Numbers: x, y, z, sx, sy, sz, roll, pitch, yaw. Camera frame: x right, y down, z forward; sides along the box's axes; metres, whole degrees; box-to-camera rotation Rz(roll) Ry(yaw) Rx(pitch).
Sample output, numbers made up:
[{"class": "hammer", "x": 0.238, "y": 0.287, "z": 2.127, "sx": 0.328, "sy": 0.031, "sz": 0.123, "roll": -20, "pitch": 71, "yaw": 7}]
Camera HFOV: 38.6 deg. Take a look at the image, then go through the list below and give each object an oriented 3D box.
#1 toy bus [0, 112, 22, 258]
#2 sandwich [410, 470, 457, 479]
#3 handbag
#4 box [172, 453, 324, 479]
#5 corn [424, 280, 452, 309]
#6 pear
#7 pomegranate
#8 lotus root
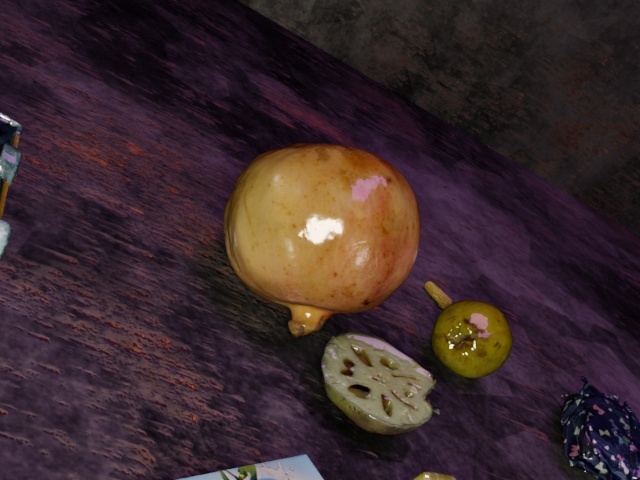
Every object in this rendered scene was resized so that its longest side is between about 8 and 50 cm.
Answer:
[{"class": "toy bus", "x": -0.449, "y": -0.025, "z": 1.032, "sx": 0.162, "sy": 0.194, "sz": 0.323, "roll": 23, "pitch": 28, "yaw": -26}, {"class": "sandwich", "x": 0.199, "y": 0.401, "z": 1.192, "sx": 0.235, "sy": 0.128, "sz": 0.122, "roll": 21, "pitch": 34, "yaw": -30}, {"class": "handbag", "x": 0.539, "y": 0.374, "z": 1.740, "sx": 0.162, "sy": 0.113, "sz": 0.260, "roll": 29, "pitch": 23, "yaw": -3}, {"class": "box", "x": -0.069, "y": 0.328, "z": 1.010, "sx": 0.232, "sy": 0.083, "sz": 0.142, "roll": 7, "pitch": 36, "yaw": -51}, {"class": "corn", "x": 0.253, "y": 0.119, "z": 1.955, "sx": 0.027, "sy": 0.028, "sz": 0.083, "roll": 2, "pitch": 35, "yaw": -45}, {"class": "pear", "x": 0.284, "y": 0.183, "z": 1.714, "sx": 0.149, "sy": 0.149, "sz": 0.162, "roll": 45, "pitch": 21, "yaw": 23}, {"class": "pomegranate", "x": 0.000, "y": 0.000, "z": 1.499, "sx": 0.338, "sy": 0.338, "sz": 0.338, "roll": 30, "pitch": 23, "yaw": -14}, {"class": "lotus root", "x": 0.082, "y": 0.235, "z": 1.422, "sx": 0.203, "sy": 0.078, "sz": 0.183, "roll": 37, "pitch": 35, "yaw": 24}]
